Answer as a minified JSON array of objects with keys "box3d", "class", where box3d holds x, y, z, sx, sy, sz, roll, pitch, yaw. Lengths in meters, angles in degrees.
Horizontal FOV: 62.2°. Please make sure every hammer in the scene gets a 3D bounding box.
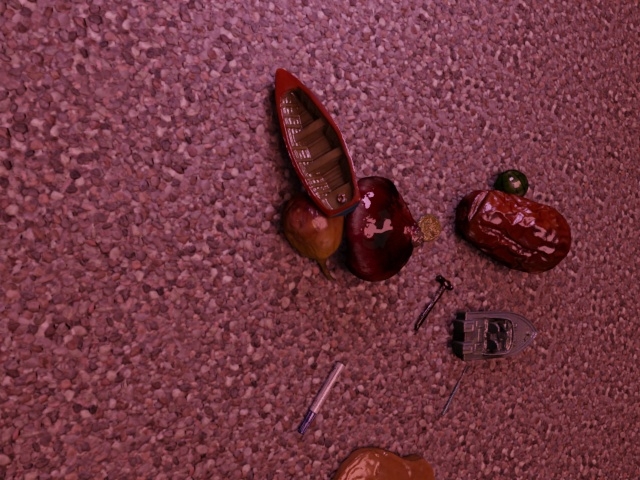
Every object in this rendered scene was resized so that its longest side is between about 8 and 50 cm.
[{"box3d":[0.315,0.181,1.513,0.065,0.021,0.178,44,75,-19],"class":"hammer"}]

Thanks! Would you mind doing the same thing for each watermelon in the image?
[{"box3d":[0.573,-0.169,1.595,0.109,0.109,0.109,0,90,-26],"class":"watermelon"}]

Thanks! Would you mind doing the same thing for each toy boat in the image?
[{"box3d":[-0.014,-0.234,1.244,0.136,0.079,0.392,-28,71,13],"class":"toy boat"},{"box3d":[0.526,0.278,1.573,0.319,0.092,0.141,2,91,-27],"class":"toy boat"}]

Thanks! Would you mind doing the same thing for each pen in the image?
[{"box3d":[0.003,0.401,1.354,0.025,0.025,0.204,38,75,-21],"class":"pen"}]

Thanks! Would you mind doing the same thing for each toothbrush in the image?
[{"box3d":[0.398,0.438,1.553,0.011,0.014,0.167,42,73,-29],"class":"toothbrush"}]

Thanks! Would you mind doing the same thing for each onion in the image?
[{"box3d":[0.168,-0.030,1.316,0.272,0.195,0.272,-12,103,-62],"class":"onion"}]

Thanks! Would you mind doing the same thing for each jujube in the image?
[{"box3d":[0.558,-0.033,1.539,0.342,0.216,0.216,22,80,-10],"class":"jujube"}]

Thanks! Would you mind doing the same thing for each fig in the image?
[{"box3d":[0.000,0.000,1.308,0.159,0.159,0.257,-32,125,-23],"class":"fig"}]

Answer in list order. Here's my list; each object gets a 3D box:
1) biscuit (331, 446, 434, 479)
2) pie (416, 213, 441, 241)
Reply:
[{"box3d":[0.147,0.752,1.402,0.365,0.062,0.385,17,82,-26],"class":"biscuit"},{"box3d":[0.307,-0.038,1.507,0.084,0.021,0.084,0,90,-22],"class":"pie"}]
